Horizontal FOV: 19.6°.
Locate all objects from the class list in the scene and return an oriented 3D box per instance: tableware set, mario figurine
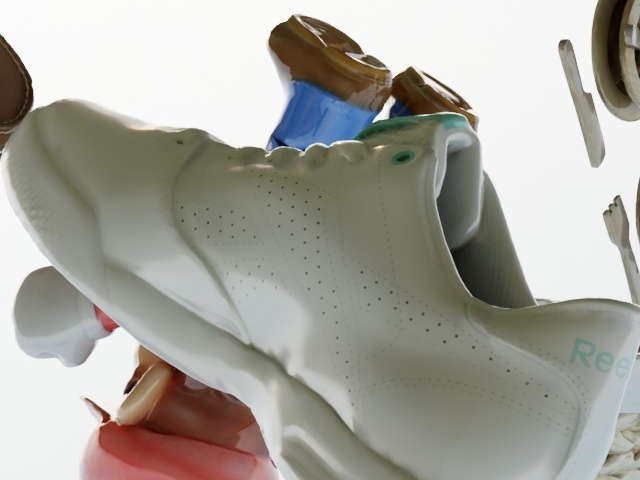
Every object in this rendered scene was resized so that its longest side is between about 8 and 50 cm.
[{"bbox_3d":[0.198,-0.063,1.034,0.039,0.194,0.128,5,-140,38],"label":"tableware set"},{"bbox_3d":[-0.051,0.022,1.087,0.198,0.320,0.170,32,-168,3],"label":"mario figurine"}]

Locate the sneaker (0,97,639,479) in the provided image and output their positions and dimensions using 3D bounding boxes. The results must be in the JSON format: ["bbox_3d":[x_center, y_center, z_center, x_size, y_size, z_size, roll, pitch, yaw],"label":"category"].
[{"bbox_3d":[0.000,0.000,0.479,0.212,0.094,0.080,37,-168,39],"label":"sneaker"}]

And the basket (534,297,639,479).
[{"bbox_3d":[0.086,0.079,0.684,0.113,0.103,0.167,12,-173,41],"label":"basket"}]

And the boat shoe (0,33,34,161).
[{"bbox_3d":[-0.258,-0.141,0.946,0.104,0.307,0.110,-31,-140,35],"label":"boat shoe"}]
